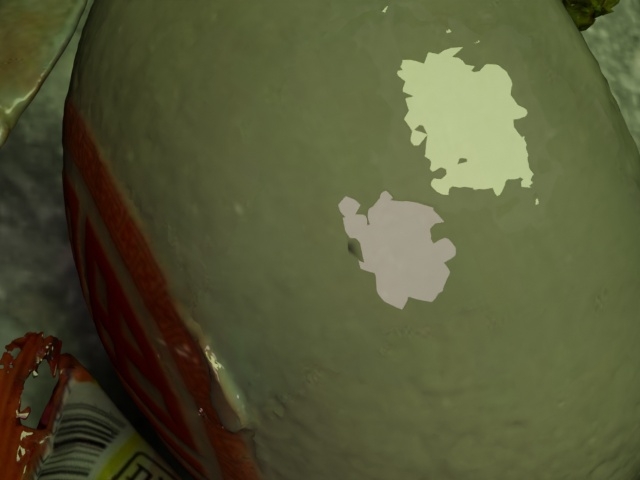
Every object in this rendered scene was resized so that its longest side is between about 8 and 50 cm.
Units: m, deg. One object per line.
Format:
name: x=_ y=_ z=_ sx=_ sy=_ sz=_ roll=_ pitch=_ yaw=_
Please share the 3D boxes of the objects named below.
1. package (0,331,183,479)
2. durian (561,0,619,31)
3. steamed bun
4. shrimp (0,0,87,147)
package: x=-0.070 y=0.197 z=0.511 sx=0.288 sy=0.108 sz=0.223 roll=46 pitch=56 yaw=-2
durian: x=-0.012 y=-0.205 z=0.749 sx=0.352 sy=0.158 sz=0.169 roll=46 pitch=21 yaw=1
steamed bun: x=0.000 y=0.000 z=0.556 sx=0.177 sy=0.283 sz=0.283 roll=-25 pitch=77 yaw=-10
shrimp: x=-0.149 y=-0.101 z=0.601 sx=0.062 sy=0.164 sz=0.317 roll=56 pitch=37 yaw=-43
